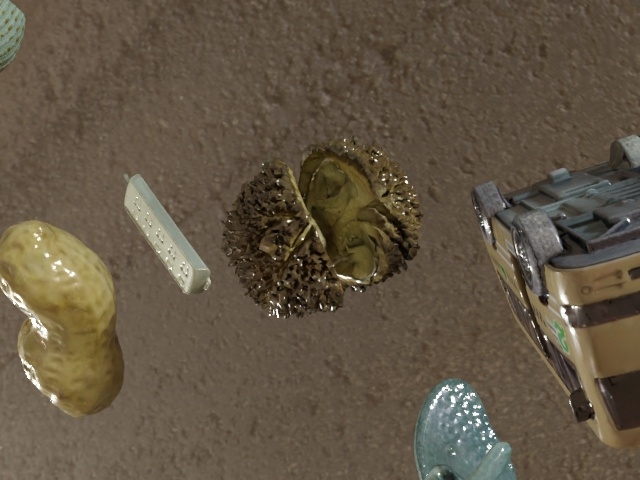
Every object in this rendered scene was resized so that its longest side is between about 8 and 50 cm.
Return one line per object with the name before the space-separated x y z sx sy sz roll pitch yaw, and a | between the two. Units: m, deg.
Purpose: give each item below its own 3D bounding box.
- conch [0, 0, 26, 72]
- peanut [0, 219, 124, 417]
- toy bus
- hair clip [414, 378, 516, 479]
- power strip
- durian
conch | -0.540 -0.297 1.103 0.200 0.172 0.131 -11 66 65
peanut | -0.253 0.081 0.742 0.098 0.103 0.230 46 143 49
toy bus | 0.198 0.026 0.506 0.139 0.289 0.157 -18 99 5
hair clip | 0.187 0.372 0.779 0.318 0.392 0.238 44 157 -1
power strip | -0.246 -0.018 1.146 0.253 0.027 0.060 50 137 24
durian | 0.000 0.000 0.690 0.196 0.196 0.167 -33 59 32
